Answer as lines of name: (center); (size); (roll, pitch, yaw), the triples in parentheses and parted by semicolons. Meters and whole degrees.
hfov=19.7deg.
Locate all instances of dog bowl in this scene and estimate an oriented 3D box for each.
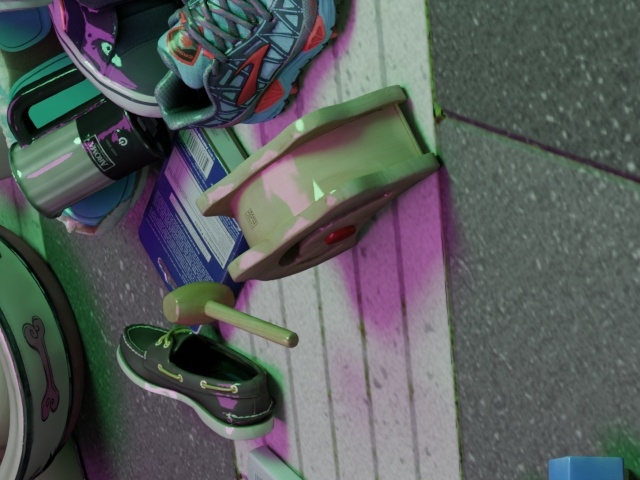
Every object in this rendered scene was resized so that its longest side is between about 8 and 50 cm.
dog bowl: (-0.461, 0.145, 2.250); (0.408, 0.150, 0.408); (13, 113, 32)

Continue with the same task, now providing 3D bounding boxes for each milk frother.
milk frother: (-0.222, -0.110, 1.787); (0.135, 0.143, 0.129); (-26, 91, 16)

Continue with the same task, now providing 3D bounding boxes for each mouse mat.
mouse mat: (-0.351, 0.280, 2.405); (0.190, 0.007, 0.152); (5, 112, 59)

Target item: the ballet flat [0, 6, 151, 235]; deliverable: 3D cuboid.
ballet flat: (-0.282, -0.178, 1.929); (0.409, 0.147, 0.147); (63, 150, 18)

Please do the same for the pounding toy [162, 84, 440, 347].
pounding toy: (0.000, 0.000, 1.540); (0.269, 0.154, 0.154); (-36, 76, 40)

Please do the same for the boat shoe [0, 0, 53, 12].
boat shoe: (-0.317, -0.279, 1.712); (0.335, 0.121, 0.119); (19, 113, 62)

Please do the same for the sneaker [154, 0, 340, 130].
sneaker: (-0.070, -0.170, 1.552); (0.104, 0.125, 0.262); (58, 149, 23)

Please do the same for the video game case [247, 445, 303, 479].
video game case: (-0.002, 0.346, 1.852); (0.227, 0.026, 0.206); (36, 136, 43)

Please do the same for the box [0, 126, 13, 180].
box: (-0.447, -0.187, 2.182); (0.275, 0.113, 0.094); (52, 146, 31)

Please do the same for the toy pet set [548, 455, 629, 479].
toy pet set: (0.206, 0.218, 1.356); (0.122, 0.065, 0.114); (-6, 77, 33)

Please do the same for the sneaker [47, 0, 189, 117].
sneaker: (-0.202, -0.266, 1.714); (0.321, 0.126, 0.127); (59, 154, 22)

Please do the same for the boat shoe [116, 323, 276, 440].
boat shoe: (-0.128, 0.126, 1.880); (0.228, 0.081, 0.068); (26, 126, 41)

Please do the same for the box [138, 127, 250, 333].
box: (-0.115, -0.019, 1.807); (0.136, 0.036, 0.225); (58, 147, 21)
